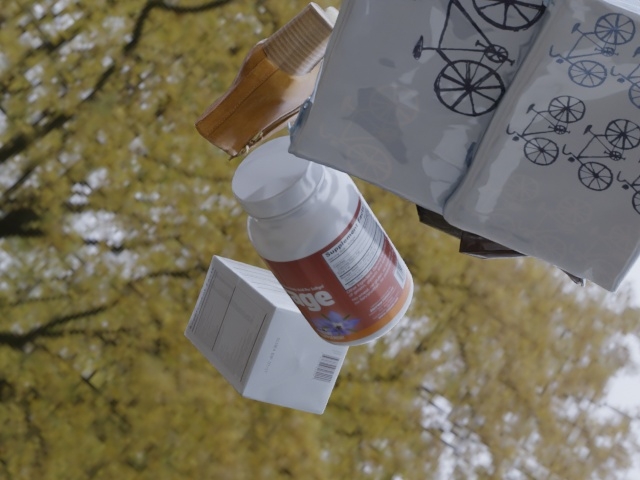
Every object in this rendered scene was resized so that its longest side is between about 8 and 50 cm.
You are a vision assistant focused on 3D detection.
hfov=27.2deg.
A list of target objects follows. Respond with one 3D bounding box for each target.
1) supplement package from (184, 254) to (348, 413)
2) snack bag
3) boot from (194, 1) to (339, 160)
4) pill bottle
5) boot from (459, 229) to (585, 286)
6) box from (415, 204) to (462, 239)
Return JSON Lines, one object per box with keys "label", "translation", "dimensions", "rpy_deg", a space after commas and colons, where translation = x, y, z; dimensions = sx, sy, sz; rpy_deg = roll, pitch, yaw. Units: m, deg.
{"label": "supplement package", "translation": [-0.078, 0.130, 1.898], "dimensions": [0.134, 0.139, 0.244], "rpy_deg": [17, 9, -29]}
{"label": "snack bag", "translation": [0.154, -0.111, 1.116], "dimensions": [0.342, 0.037, 0.323], "rpy_deg": [24, -38, 1]}
{"label": "boot", "translation": [-0.038, -0.182, 1.609], "dimensions": [0.211, 0.295, 0.104], "rpy_deg": [-42, -103, 13]}
{"label": "pill bottle", "translation": [0.000, 0.000, 1.350], "dimensions": [0.121, 0.121, 0.216], "rpy_deg": [2, -40, 38]}
{"label": "boot", "translation": [0.198, 0.013, 1.296], "dimensions": [0.114, 0.037, 0.106], "rpy_deg": [-5, -40, 23]}
{"label": "box", "translation": [0.175, -0.096, 1.405], "dimensions": [0.108, 0.153, 0.207], "rpy_deg": [23, -15, 16]}
